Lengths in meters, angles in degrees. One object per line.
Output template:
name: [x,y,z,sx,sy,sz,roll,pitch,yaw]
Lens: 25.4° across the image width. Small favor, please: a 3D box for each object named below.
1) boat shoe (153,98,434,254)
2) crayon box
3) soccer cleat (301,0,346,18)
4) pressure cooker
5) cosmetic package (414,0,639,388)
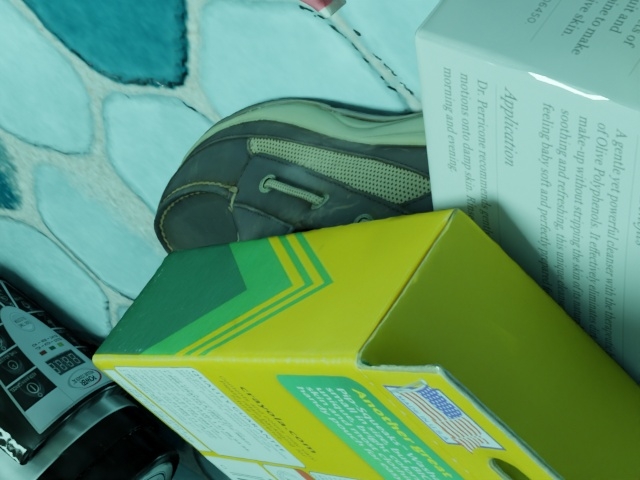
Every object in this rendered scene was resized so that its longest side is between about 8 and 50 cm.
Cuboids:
boat shoe: [0.000,0.000,0.830,0.355,0.130,0.132,-4,130,51]
crayon box: [0.047,0.087,0.656,0.203,0.083,0.323,43,157,-20]
soccer cleat: [0.032,-0.175,0.600,0.095,0.083,0.248,48,153,-8]
pressure cooker: [-0.334,0.257,1.341,0.420,0.370,0.375,37,155,10]
cosmetic package: [0.231,-0.001,0.539,0.365,0.155,0.197,24,149,24]
